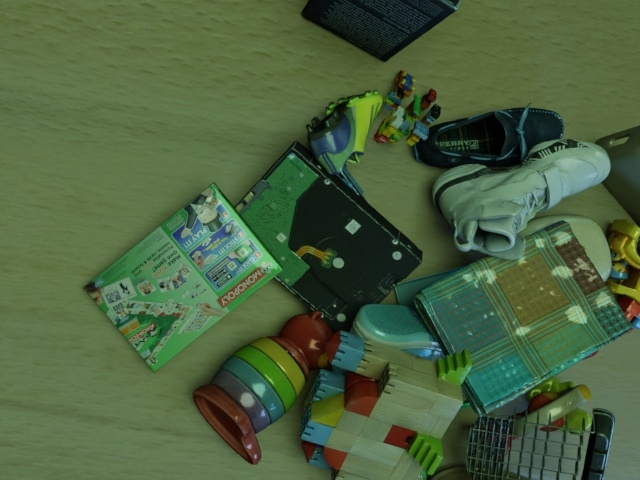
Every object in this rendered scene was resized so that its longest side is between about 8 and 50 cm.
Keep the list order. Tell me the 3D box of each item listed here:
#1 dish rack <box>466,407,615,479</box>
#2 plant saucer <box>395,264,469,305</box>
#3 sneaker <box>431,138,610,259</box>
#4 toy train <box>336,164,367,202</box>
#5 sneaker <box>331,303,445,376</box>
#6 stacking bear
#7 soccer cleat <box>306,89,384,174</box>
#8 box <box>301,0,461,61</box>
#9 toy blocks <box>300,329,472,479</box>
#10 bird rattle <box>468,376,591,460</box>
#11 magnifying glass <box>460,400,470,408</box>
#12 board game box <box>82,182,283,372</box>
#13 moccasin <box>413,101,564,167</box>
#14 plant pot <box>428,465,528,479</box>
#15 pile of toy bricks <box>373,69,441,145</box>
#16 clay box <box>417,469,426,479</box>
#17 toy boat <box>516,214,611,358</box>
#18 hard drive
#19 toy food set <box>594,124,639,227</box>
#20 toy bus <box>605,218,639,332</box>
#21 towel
[{"bbox_3d":[0.422,0.412,1.800,0.271,0.074,0.208,6,120,11],"label":"dish rack"},{"bbox_3d":[0.249,0.102,1.952,0.192,0.018,0.067,-13,90,-16],"label":"plant saucer"},{"bbox_3d":[0.417,-0.076,1.853,0.365,0.210,0.137,-12,129,5],"label":"sneaker"},{"bbox_3d":[0.036,-0.103,1.863,0.080,0.105,0.184,-33,104,22],"label":"toy train"},{"bbox_3d":[0.150,0.238,1.877,0.319,0.127,0.208,12,121,-39],"label":"sneaker"},{"bbox_3d":[-0.089,0.256,1.786,0.164,0.175,0.289,32,60,32],"label":"stacking bear"},{"bbox_3d":[0.057,-0.216,1.832,0.289,0.093,0.121,-47,118,-55],"label":"soccer cleat"},{"bbox_3d":[0.157,-0.557,1.774,0.212,0.395,0.294,27,81,-12],"label":"box"},{"bbox_3d":[0.084,0.336,1.733,0.260,0.191,0.381,19,119,-9],"label":"toy blocks"},{"bbox_3d":[0.441,0.353,1.901,0.253,0.207,0.143,-13,71,-24],"label":"bird rattle"},{"bbox_3d":[0.341,0.257,1.962,0.092,0.026,0.231,42,77,-8],"label":"magnifying glass"},{"bbox_3d":[-0.260,0.070,1.766,0.317,0.046,0.213,-38,97,1],"label":"board game box"},{"bbox_3d":[0.370,-0.207,1.951,0.342,0.117,0.138,-15,90,-15],"label":"moccasin"},{"bbox_3d":[0.324,0.609,1.841,0.263,0.263,0.229,3,105,-14],"label":"plant pot"},{"bbox_3d":[0.168,-0.248,1.908,0.118,0.105,0.212,32,40,-17],"label":"pile of toy bricks"},{"bbox_3d":[0.144,0.570,1.875,0.127,0.053,0.222,6,84,-14],"label":"clay box"},{"bbox_3d":[0.499,0.106,1.966,0.267,0.148,0.318,-8,81,-20],"label":"toy boat"},{"bbox_3d":[0.000,0.000,1.814,0.339,0.064,0.237,40,111,-9],"label":"hard drive"},{"bbox_3d":[0.737,-0.112,1.988,0.092,0.220,0.306,-45,97,-13],"label":"toy food set"},{"bbox_3d":[0.691,0.088,2.017,0.220,0.149,0.211,36,94,-8],"label":"toy bus"},{"bbox_3d":[0.398,0.142,1.819,0.370,0.040,0.271,-25,76,-14],"label":"towel"}]
